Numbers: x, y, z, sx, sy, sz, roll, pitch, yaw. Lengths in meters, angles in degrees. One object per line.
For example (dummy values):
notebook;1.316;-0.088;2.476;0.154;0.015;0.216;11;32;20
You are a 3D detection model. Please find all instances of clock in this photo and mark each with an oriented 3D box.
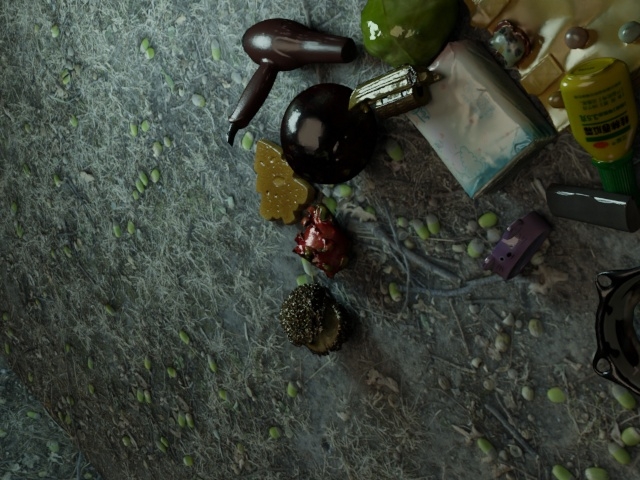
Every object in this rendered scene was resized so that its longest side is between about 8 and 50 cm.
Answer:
clock;0.399;0.017;1.499;0.050;0.110;0.153;44;127;24

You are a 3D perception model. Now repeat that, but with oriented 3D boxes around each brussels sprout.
brussels sprout;0.182;-0.453;1.506;0.223;0.161;0.223;-13;70;40

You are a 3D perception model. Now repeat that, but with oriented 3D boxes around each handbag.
handbag;0.432;-0.421;1.345;0.283;0.133;0.401;-42;74;45

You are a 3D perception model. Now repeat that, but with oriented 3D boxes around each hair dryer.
hair dryer;-0.105;-0.359;1.727;0.312;0.123;0.340;22;81;37

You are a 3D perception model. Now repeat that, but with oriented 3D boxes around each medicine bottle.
medicine bottle;0.509;-0.176;1.297;0.111;0.076;0.309;-14;126;23

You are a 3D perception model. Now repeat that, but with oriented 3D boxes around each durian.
durian;-0.008;0.191;1.868;0.167;0.196;0.196;-18;91;31

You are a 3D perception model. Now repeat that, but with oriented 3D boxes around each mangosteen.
mangosteen;-0.005;-0.251;1.705;0.289;0.231;0.231;24;118;51

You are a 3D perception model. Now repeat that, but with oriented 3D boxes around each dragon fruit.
dragon fruit;0.000;0.000;1.829;0.150;0.133;0.208;-7;66;7

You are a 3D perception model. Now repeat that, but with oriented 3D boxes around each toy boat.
toy boat;0.145;-0.296;1.499;0.226;0.068;0.088;-12;88;47

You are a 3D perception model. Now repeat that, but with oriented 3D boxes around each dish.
dish;0.645;0.157;1.321;0.303;0.120;0.303;13;110;38

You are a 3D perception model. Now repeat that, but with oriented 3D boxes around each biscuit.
biscuit;-0.108;-0.156;1.931;0.212;0.041;0.239;-22;87;48

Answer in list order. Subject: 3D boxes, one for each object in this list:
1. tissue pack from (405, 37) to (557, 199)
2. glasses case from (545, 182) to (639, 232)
tissue pack;0.313;-0.245;1.492;0.201;0.124;0.271;-46;71;35
glasses case;0.506;-0.062;1.373;0.190;0.042;0.072;22;146;59
